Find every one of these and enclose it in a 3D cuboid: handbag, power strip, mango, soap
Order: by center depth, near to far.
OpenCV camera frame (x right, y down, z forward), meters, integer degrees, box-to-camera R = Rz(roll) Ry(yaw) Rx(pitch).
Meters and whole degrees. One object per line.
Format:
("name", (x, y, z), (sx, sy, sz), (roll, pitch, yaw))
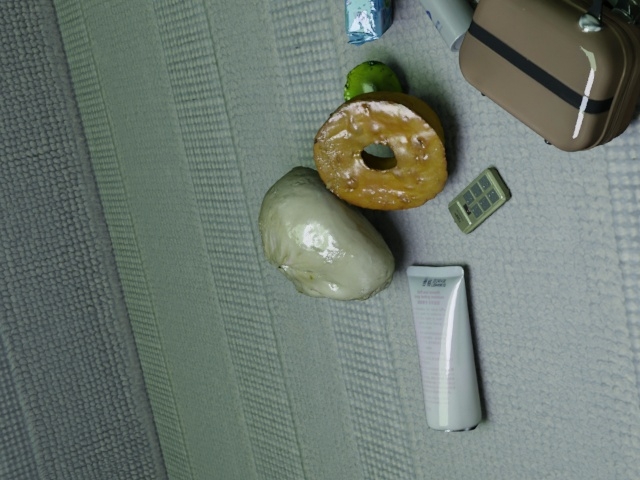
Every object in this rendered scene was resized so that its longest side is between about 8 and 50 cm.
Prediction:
("handbag", (0.383, -0.320, 1.554), (0.302, 0.149, 0.283), (47, 137, 33))
("soap", (0.095, -0.527, 1.894), (0.077, 0.156, 0.293), (4, 115, 14))
("power strip", (0.308, -0.074, 1.916), (0.076, 0.028, 0.169), (61, 145, 15))
("mango", (0.119, -0.289, 2.020), (0.119, 0.100, 0.178), (2, 114, 44))

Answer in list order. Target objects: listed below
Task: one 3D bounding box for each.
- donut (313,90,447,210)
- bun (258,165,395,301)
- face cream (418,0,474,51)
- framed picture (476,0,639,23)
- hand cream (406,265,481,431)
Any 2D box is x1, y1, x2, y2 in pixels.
("donut", (0.127, -0.189, 1.952), (0.278, 0.108, 0.277), (9, 133, 10))
("bun", (0.000, 0.000, 2.126), (0.362, 0.234, 0.326), (45, 175, 43))
("face cream", (0.214, -0.475, 1.814), (0.250, 0.077, 0.077), (62, 145, 16))
("framed picture", (0.387, -0.418, 1.642), (0.315, 0.024, 0.232), (56, 143, 21))
("hand cream", (0.266, 0.230, 2.068), (0.185, 0.118, 0.358), (-1, 97, 59))
